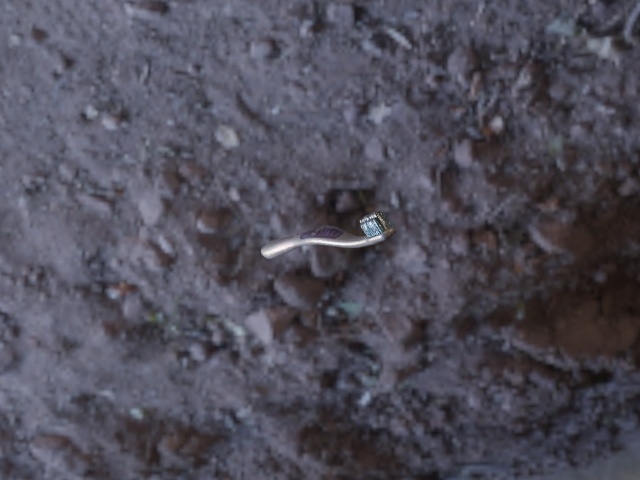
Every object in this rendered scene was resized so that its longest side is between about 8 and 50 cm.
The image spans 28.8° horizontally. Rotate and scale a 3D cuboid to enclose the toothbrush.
[{"bbox_3d":[0.000,0.000,0.547,0.011,0.013,0.131,-33,-172,-23],"label":"toothbrush"}]
